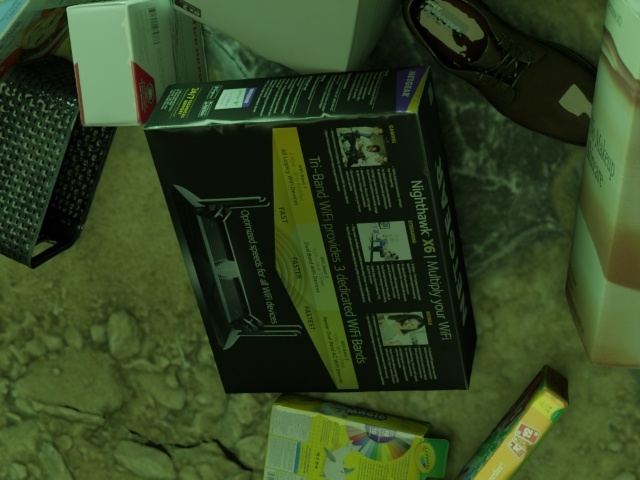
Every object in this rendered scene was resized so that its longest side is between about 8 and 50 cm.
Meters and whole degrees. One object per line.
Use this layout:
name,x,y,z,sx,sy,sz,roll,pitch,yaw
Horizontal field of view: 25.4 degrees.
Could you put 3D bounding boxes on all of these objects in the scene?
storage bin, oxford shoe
storage bin,-0.268,-0.078,1.369,0.084,0.122,0.180,24,109,8
oxford shoe,0.164,-0.149,1.248,0.227,0.096,0.083,32,108,4

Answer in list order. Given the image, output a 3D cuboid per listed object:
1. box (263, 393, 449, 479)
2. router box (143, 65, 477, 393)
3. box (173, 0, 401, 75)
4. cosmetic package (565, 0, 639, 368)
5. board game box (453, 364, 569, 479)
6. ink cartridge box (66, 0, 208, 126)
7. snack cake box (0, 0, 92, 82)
box,0.036,0.219,1.405,0.179,0.043,0.105,12,106,14
router box,0.000,0.000,1.282,0.242,0.081,0.309,-2,126,16
box,-0.023,-0.246,1.215,0.181,0.182,0.119,28,69,7
cosmetic package,0.292,-0.054,1.174,0.129,0.153,0.296,4,113,-1
board game box,0.140,0.233,1.311,0.039,0.124,0.259,35,99,5
ink cartridge box,-0.165,-0.170,1.304,0.063,0.150,0.109,-1,103,20
snack cake box,-0.288,-0.228,1.322,0.089,0.152,0.264,43,110,2
